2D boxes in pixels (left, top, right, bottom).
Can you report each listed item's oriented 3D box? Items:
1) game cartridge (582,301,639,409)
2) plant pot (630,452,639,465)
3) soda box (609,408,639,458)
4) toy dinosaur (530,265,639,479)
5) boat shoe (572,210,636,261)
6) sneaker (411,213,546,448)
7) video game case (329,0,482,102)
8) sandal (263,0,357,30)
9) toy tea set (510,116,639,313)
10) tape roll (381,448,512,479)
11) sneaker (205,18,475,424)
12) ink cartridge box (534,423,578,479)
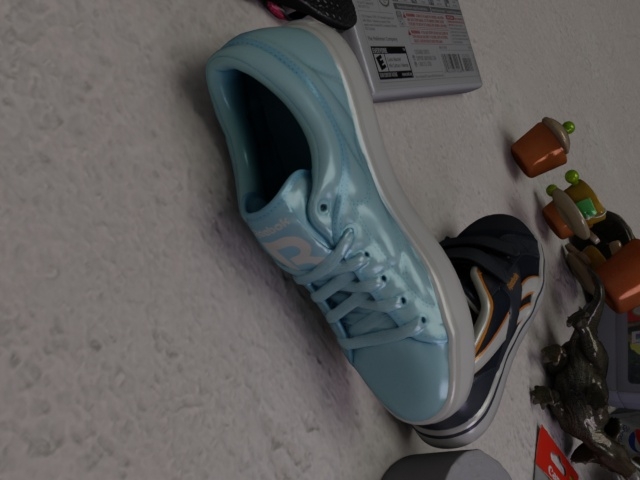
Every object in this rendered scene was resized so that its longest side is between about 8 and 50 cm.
[{"bbox_3d":[0.544,0.161,1.239,0.060,0.294,0.196,48,41,-38],"label":"game cartridge"},{"bbox_3d":[0.579,0.440,1.172,0.284,0.191,0.284,-9,90,-83],"label":"plant pot"},{"bbox_3d":[0.596,0.323,1.434,0.286,0.091,0.098,0,77,-56],"label":"soda box"},{"bbox_3d":[0.369,0.195,1.163,0.160,0.121,0.314,47,35,-54],"label":"toy dinosaur"},{"bbox_3d":[0.533,0.101,1.410,0.120,0.122,0.324,-8,84,-60],"label":"boat shoe"},{"bbox_3d":[0.158,0.054,0.870,0.127,0.126,0.321,60,37,-30],"label":"sneaker"},{"bbox_3d":[0.087,-0.321,1.002,0.329,0.036,0.300,-20,94,-56],"label":"video game case"},{"bbox_3d":[-0.038,-0.245,0.792,0.179,0.040,0.067,7,65,-39],"label":"sandal"},{"bbox_3d":[0.424,-0.041,1.241,0.336,0.124,0.200,57,3,-23],"label":"toy tea set"},{"bbox_3d":[0.129,0.311,0.771,0.219,0.072,0.219,26,57,-49],"label":"tape roll"},{"bbox_3d":[0.000,0.000,0.674,0.150,0.135,0.366,-23,88,-49],"label":"sneaker"},{"bbox_3d":[0.326,0.354,1.070,0.145,0.045,0.179,51,42,-32],"label":"ink cartridge box"}]
